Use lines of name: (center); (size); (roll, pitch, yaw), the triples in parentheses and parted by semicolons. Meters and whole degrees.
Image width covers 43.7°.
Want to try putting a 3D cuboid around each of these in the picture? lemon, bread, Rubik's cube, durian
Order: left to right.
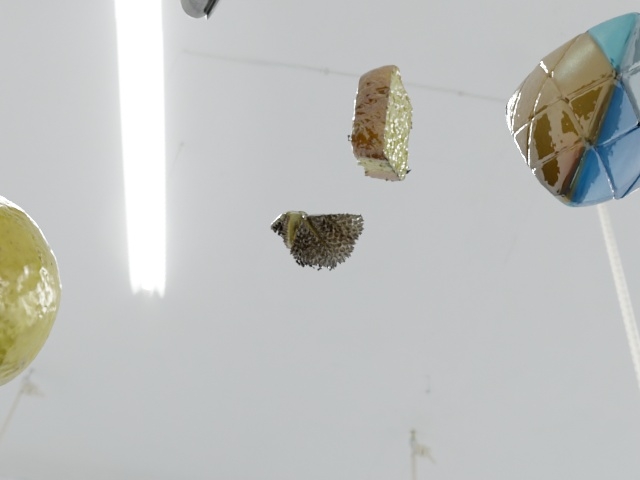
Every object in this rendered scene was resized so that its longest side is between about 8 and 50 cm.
lemon: (-0.293, 0.038, 0.612); (0.193, 0.180, 0.180); (23, -36, 34)
durian: (-0.003, 0.001, 0.960); (0.111, 0.140, 0.071); (2, -90, 5)
bread: (0.085, -0.156, 1.098); (0.065, 0.187, 0.103); (-8, -38, 17)
Rubik's cube: (0.366, -0.155, 1.071); (0.255, 0.254, 0.254); (4, -46, 4)

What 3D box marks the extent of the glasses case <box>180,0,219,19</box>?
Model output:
glasses case: (-0.107, -0.357, 0.930); (0.060, 0.114, 0.299); (20, -9, -17)
